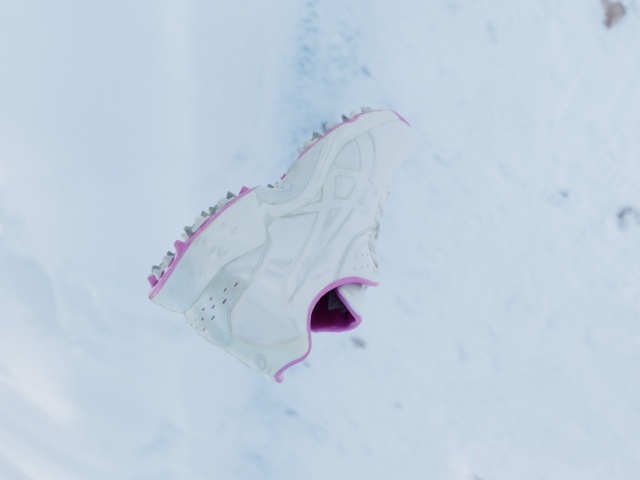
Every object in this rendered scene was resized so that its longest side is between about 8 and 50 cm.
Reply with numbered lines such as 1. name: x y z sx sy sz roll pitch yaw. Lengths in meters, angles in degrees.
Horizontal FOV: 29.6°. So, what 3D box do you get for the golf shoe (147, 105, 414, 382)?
1. golf shoe: 0.000 0.000 0.956 0.140 0.306 0.115 45 138 6
